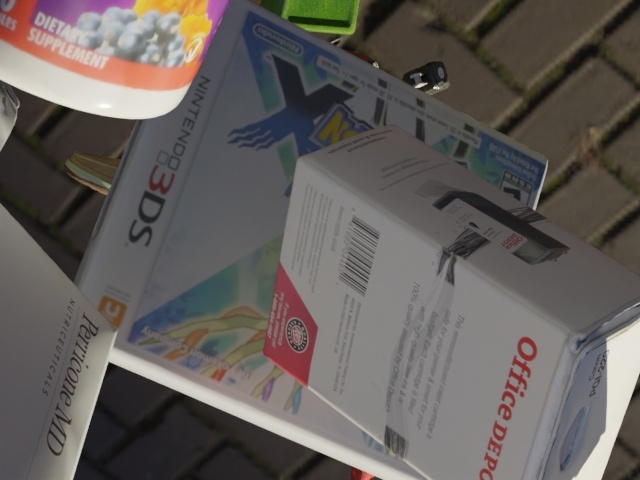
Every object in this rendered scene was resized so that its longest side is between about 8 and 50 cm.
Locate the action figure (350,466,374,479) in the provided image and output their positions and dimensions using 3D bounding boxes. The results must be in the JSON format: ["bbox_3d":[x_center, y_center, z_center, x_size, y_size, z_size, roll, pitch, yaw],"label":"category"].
[{"bbox_3d":[0.017,0.326,1.349,0.091,0.280,0.139,35,158,-15],"label":"action figure"}]

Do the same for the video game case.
[{"bbox_3d":[0.000,0.000,1.197,0.329,0.299,0.036,26,158,-19],"label":"video game case"}]

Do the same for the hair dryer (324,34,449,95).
[{"bbox_3d":[-0.015,-0.202,1.814,0.224,0.080,0.294,13,167,-35],"label":"hair dryer"}]

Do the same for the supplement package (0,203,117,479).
[{"bbox_3d":[-0.204,0.099,0.473,0.204,0.261,0.145,-25,121,23],"label":"supplement package"}]

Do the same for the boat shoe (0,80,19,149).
[{"bbox_3d":[-0.226,-0.071,0.778,0.113,0.306,0.105,-24,110,4],"label":"boat shoe"}]

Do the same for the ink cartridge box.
[{"bbox_3d":[0.080,0.051,0.945,0.218,0.092,0.158,36,131,32],"label":"ink cartridge box"}]

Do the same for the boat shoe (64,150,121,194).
[{"bbox_3d":[-0.197,-0.076,1.816,0.190,0.068,0.072,19,103,-15],"label":"boat shoe"}]

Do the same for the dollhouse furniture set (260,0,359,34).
[{"bbox_3d":[-0.127,-0.293,1.456,0.198,0.302,0.151,27,111,45],"label":"dollhouse furniture set"}]

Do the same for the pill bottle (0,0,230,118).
[{"bbox_3d":[-0.059,-0.149,0.544,0.108,0.108,0.193,26,111,-4],"label":"pill bottle"}]
